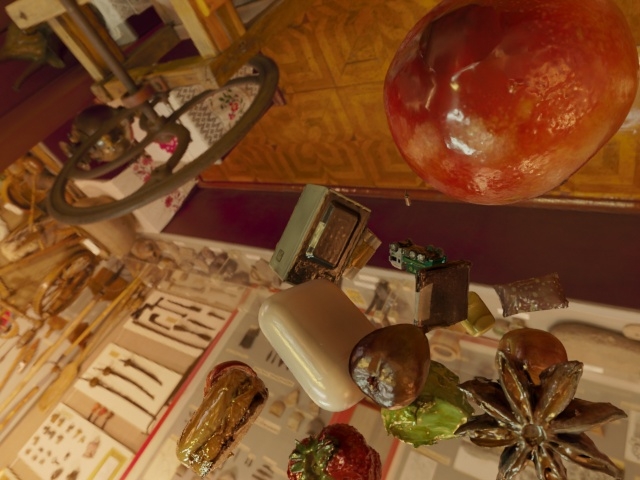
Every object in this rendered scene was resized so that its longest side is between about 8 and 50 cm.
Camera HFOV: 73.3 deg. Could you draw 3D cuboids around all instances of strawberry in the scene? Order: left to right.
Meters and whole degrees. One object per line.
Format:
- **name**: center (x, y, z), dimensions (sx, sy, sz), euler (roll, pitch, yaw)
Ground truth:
- **strawberry**: center (0.059, 0.645, 1.196), dimensions (0.257, 0.258, 0.276), euler (-2, 158, 45)

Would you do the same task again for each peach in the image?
- **peach**: center (0.279, -0.232, 0.688), dimensions (0.387, 0.388, 0.388), euler (23, 149, 15)

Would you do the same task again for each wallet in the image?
- **wallet**: center (0.416, 0.188, 1.472), dimensions (0.071, 0.262, 0.221), euler (20, 113, 52)

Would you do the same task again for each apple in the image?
- **apple**: center (0.670, 0.382, 1.374), dimensions (0.187, 0.211, 0.211), euler (18, 151, -6)

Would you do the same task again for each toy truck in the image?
- **toy truck**: center (0.350, 0.073, 1.579), dimensions (0.216, 0.110, 0.117), euler (21, 116, 50)

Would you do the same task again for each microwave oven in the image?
- **microwave oven**: center (0.000, 0.000, 1.567), dimensions (0.218, 0.355, 0.286), euler (25, -179, -22)

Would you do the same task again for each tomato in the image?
- **tomato**: center (-0.353, 0.564, 1.646), dimensions (0.200, 0.233, 0.139), euler (11, 180, -33)

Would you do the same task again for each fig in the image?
- **fig**: center (0.197, 0.251, 0.980), dimensions (0.170, 0.274, 0.146), euler (37, 144, 33)

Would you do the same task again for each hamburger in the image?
- **hamburger**: center (-0.285, 0.530, 1.273), dimensions (0.174, 0.305, 0.284), euler (32, 158, 0)

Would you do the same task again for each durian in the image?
- **durian**: center (0.311, 0.474, 1.280), dimensions (0.255, 0.340, 0.205), euler (21, 107, 2)

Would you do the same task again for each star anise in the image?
- **star anise**: center (0.437, 0.372, 0.881), dimensions (0.331, 0.117, 0.332), euler (6, 101, 30)

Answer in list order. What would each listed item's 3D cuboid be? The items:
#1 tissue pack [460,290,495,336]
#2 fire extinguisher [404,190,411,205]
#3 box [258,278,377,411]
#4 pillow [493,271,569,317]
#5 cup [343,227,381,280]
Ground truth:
- **tissue pack**: center (0.640, 0.311, 1.814), dimensions (0.178, 0.123, 0.127), euler (59, 172, 20)
- **fire extinguisher**: center (0.353, -0.172, 1.750), dimensions (0.022, 0.028, 0.083), euler (-13, 153, 14)
- **box**: center (0.018, 0.261, 1.143), dimensions (0.349, 0.288, 0.141), euler (47, 125, 24)
- **pillow**: center (0.609, 0.158, 1.256), dimensions (0.184, 0.118, 0.043), euler (-19, 142, 26)
- **cup**: center (0.116, 0.020, 1.845), dimensions (0.241, 0.226, 0.185), euler (44, -172, 0)
